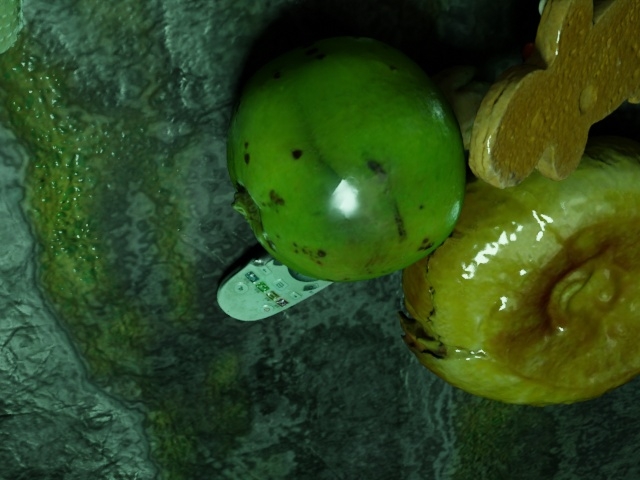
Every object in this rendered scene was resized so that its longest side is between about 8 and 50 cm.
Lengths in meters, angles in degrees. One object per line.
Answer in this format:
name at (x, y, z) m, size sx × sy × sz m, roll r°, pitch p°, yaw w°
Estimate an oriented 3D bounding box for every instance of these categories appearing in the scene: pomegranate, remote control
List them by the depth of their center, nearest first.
pomegranate at (0.056, -0.087, 1.337) m, size 0.302 × 0.236 × 0.236 m, roll -23°, pitch 137°, yaw -30°
remote control at (0.000, 0.002, 1.504) m, size 0.256 × 0.045 × 0.097 m, roll -34°, pitch 132°, yaw 12°

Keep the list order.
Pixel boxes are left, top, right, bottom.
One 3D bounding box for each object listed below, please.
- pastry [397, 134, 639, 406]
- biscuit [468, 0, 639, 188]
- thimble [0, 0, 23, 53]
pastry at (0.253, 0.032, 1.561) m, size 0.356 × 0.164 × 0.356 m, roll -8°, pitch 128°, yaw -10°
biscuit at (0.234, -0.158, 1.368) m, size 0.324 × 0.049 × 0.205 m, roll -44°, pitch 142°, yaw -34°
thimble at (-0.296, -0.191, 1.186) m, size 0.110 × 0.084 × 0.062 m, roll -12°, pitch 135°, yaw -31°
